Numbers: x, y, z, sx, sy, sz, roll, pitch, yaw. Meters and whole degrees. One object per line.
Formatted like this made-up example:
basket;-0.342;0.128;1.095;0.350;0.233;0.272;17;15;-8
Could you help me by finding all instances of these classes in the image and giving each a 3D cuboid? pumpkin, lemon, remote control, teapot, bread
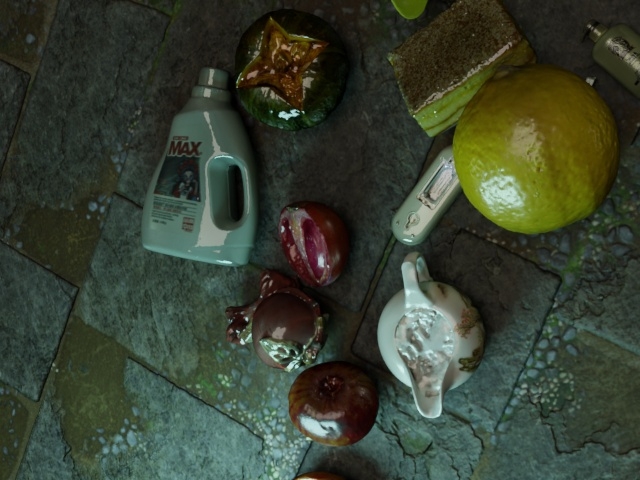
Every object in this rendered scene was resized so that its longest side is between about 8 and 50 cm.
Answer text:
pumpkin;-0.055;-0.333;1.549;0.238;0.159;0.238;1;93;11
lemon;0.355;-0.149;1.307;0.293;0.293;0.293;1;92;24
remote control;0.214;-0.086;1.497;0.078;0.042;0.221;40;106;17
teapot;0.199;0.168;1.460;0.204;0.139;0.298;-15;86;26
bread;0.253;-0.322;1.419;0.234;0.110;0.184;-34;52;23

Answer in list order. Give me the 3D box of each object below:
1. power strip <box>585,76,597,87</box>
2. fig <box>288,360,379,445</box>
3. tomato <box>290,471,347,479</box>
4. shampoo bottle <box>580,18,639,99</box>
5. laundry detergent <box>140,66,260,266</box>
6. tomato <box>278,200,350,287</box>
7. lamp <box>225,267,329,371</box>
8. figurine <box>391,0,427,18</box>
power strip;0.464;-0.250;1.390;0.017;0.027;0.083;27;102;24
fig;0.034;0.335;1.545;0.175;0.207;0.175;-8;47;9
tomato;0.004;0.578;1.581;0.237;0.095;0.236;0;90;20
shampoo bottle;0.514;-0.317;1.338;0.162;0.079;0.079;47;108;16
laundry detergent;-0.234;-0.159;1.656;0.264;0.125;0.398;11;94;25
tomato;0.000;0.000;1.571;0.189;0.099;0.173;8;115;62
lamp;-0.079;0.181;1.592;0.215;0.151;0.223;-45;34;16
figurine;0.127;-0.595;1.436;0.338;0.204;0.283;43;132;40
